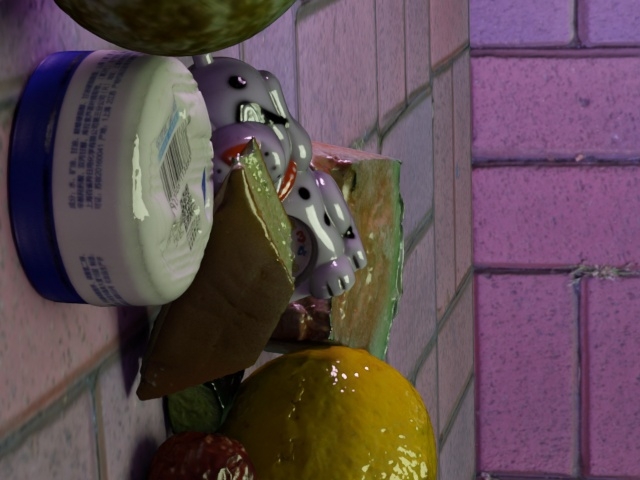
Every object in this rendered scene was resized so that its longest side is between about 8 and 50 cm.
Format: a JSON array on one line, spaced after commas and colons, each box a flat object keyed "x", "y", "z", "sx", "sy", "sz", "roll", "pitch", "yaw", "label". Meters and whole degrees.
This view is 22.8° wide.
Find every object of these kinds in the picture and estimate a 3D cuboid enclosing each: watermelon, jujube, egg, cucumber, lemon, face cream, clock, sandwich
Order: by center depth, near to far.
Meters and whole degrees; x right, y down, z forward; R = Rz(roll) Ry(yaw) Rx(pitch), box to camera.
[{"x": -0.112, "y": -0.274, "z": 1.179, "sx": 0.238, "sy": 0.238, "sz": 0.289, "roll": 71, "pitch": 4, "yaw": -55, "label": "egg"}, {"x": -0.158, "y": -0.049, "z": 1.269, "sx": 0.206, "sy": 0.111, "sz": 0.206, "roll": 1, "pitch": 90, "yaw": -78, "label": "face cream"}, {"x": -0.083, "y": 0.036, "z": 1.420, "sx": 0.094, "sy": 0.096, "sz": 0.258, "roll": -94, "pitch": -152, "yaw": -56, "label": "sandwich"}, {"x": -0.114, "y": 0.266, "z": 1.481, "sx": 0.112, "sy": 0.109, "sz": 0.176, "roll": 12, "pitch": 81, "yaw": -33, "label": "jujube"}, {"x": -0.072, "y": -0.063, "z": 1.523, "sx": 0.189, "sy": 0.189, "sz": 0.254, "roll": -71, "pitch": 151, "yaw": -52, "label": "clock"}, {"x": -0.099, "y": 0.124, "z": 1.625, "sx": 0.211, "sy": 0.062, "sz": 0.078, "roll": -58, "pitch": 146, "yaw": -65, "label": "cucumber"}, {"x": -0.003, "y": 0.245, "z": 1.642, "sx": 0.260, "sy": 0.261, "sz": 0.284, "roll": 35, "pitch": 66, "yaw": -74, "label": "lemon"}, {"x": -0.012, "y": 0.000, "z": 1.799, "sx": 0.302, "sy": 0.151, "sz": 0.264, "roll": 21, "pitch": 72, "yaw": -72, "label": "watermelon"}]
